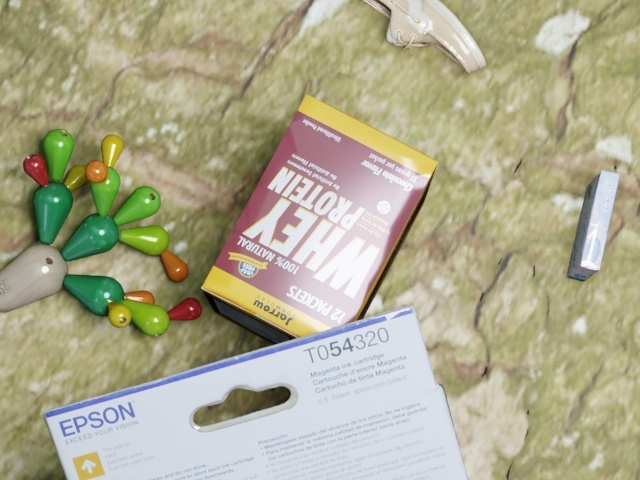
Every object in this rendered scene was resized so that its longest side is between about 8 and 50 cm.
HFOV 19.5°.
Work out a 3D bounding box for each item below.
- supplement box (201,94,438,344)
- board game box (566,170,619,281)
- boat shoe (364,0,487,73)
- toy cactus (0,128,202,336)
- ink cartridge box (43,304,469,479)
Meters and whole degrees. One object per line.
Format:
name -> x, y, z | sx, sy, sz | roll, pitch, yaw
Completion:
supplement box -> 0.000, 0.000, 1.652 | 0.129, 0.194, 0.191 | 28, 83, 4
board game box -> 0.249, -0.012, 1.706 | 0.020, 0.090, 0.090 | 13, 83, 2
boat shoe -> 0.083, -0.209, 1.753 | 0.059, 0.063, 0.170 | -44, 75, -3
toy cactus -> -0.223, 0.011, 1.708 | 0.180, 0.112, 0.219 | -32, 91, 6
ink cartridge box -> -0.030, 0.242, 1.582 | 0.324, 0.071, 0.330 | -16, 102, 2
